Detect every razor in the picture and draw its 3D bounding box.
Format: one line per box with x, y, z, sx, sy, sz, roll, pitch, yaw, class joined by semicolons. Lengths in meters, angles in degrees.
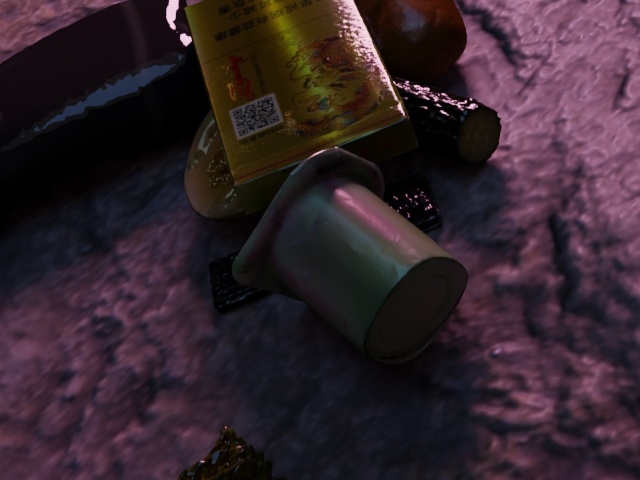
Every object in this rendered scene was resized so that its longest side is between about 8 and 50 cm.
-0.283;-0.147;1.572;0.349;0.113;0.204;-27;44;3;razor

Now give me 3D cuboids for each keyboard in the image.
0.000;-0.001;1.338;0.231;0.023;0.072;-23;39;7;keyboard

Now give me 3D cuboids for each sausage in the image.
0.082;-0.266;1.498;0.109;0.109;0.270;-24;44;6;sausage

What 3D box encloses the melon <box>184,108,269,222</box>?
-0.070;-0.066;1.409;0.128;0.079;0.160;-42;46;4;melon

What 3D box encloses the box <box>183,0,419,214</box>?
-0.028;-0.163;1.386;0.173;0.043;0.311;-22;43;2;box

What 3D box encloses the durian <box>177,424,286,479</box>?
-0.143;0.304;1.079;0.355;0.157;0.169;-45;8;-18;durian

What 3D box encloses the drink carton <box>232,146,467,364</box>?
0.038;0.021;1.204;0.142;0.146;0.144;39;101;35;drink carton

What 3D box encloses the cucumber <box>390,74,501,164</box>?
0.052;-0.138;1.412;0.293;0.067;0.067;22;62;43;cucumber
